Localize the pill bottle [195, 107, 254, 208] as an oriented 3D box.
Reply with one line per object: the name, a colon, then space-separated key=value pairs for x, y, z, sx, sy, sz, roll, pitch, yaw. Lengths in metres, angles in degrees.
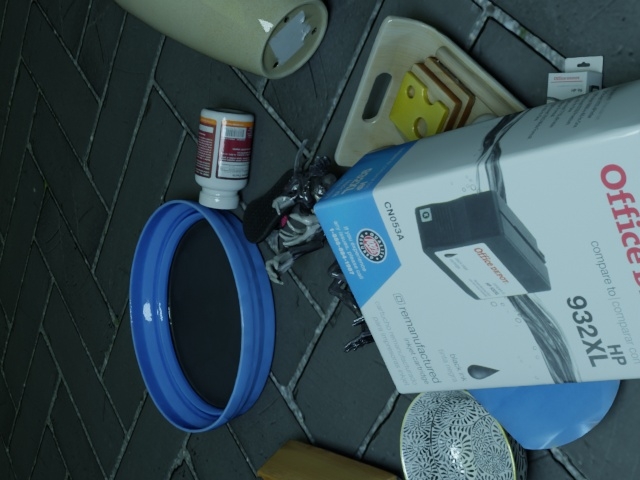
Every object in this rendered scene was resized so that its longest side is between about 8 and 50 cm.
pill bottle: x=-0.155 y=-0.131 z=1.330 sx=0.086 sy=0.086 sz=0.152 roll=24 pitch=110 yaw=49

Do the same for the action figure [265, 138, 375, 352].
action figure: x=0.000 y=0.000 z=1.093 sx=0.276 sy=0.141 sz=0.164 roll=60 pitch=162 yaw=24

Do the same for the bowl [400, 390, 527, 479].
bowl: x=0.176 y=0.241 z=0.941 sx=0.170 sy=0.080 sz=0.170 roll=6 pitch=98 yaw=52

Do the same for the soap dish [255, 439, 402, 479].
soap dish: x=0.010 y=0.439 z=1.136 sx=0.229 sy=0.118 sz=0.291 roll=2 pitch=96 yaw=52

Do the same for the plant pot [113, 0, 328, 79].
plant pot: x=-0.128 y=-0.357 z=1.181 sx=0.274 sy=0.256 sz=0.256 roll=44 pitch=127 yaw=21

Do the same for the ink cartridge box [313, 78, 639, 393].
ink cartridge box: x=0.182 y=0.009 z=0.758 sx=0.307 sy=0.129 sz=0.223 roll=-12 pitch=111 yaw=36

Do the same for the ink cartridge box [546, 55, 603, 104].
ink cartridge box: x=0.258 y=-0.146 z=0.851 sx=0.048 sy=0.028 sz=0.083 roll=11 pitch=101 yaw=52

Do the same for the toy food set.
toy food set: x=0.128 y=-0.083 z=0.946 sx=0.306 sy=0.092 sz=0.220 roll=53 pitch=139 yaw=34

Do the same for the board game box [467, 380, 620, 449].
board game box: x=0.229 y=0.139 z=0.874 sx=0.133 sy=0.033 sz=0.168 roll=-48 pitch=50 yaw=3

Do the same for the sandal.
sandal: x=-0.065 y=-0.047 z=1.258 sx=0.179 sy=0.040 sz=0.067 roll=-38 pitch=60 yaw=47

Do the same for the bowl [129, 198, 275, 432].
bowl: x=-0.207 y=0.126 z=1.424 sx=0.391 sy=0.077 sz=0.391 roll=4 pitch=96 yaw=52
